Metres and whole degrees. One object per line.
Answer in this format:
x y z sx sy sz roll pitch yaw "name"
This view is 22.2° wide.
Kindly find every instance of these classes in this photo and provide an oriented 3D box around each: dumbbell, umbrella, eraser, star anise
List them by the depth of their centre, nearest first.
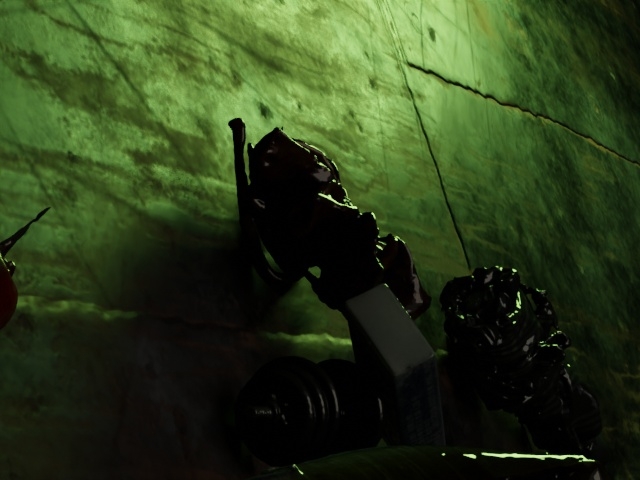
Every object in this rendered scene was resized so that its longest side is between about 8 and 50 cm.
-0.006 0.151 1.414 0.208 0.099 0.099 12 57 -59 "dumbbell"
0.071 0.133 1.504 0.092 0.046 0.212 56 -12 32 "eraser"
0.000 0.000 1.546 0.190 0.126 0.220 35 10 -46 "star anise"
0.254 0.169 1.874 0.337 0.128 0.154 55 25 -27 "umbrella"

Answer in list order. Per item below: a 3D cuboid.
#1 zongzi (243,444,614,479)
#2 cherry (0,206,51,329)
-0.037 0.262 1.248 0.403 0.432 0.208 -6 89 -23 "zongzi"
-0.255 0.015 1.073 0.126 0.087 0.106 18 57 -34 "cherry"
